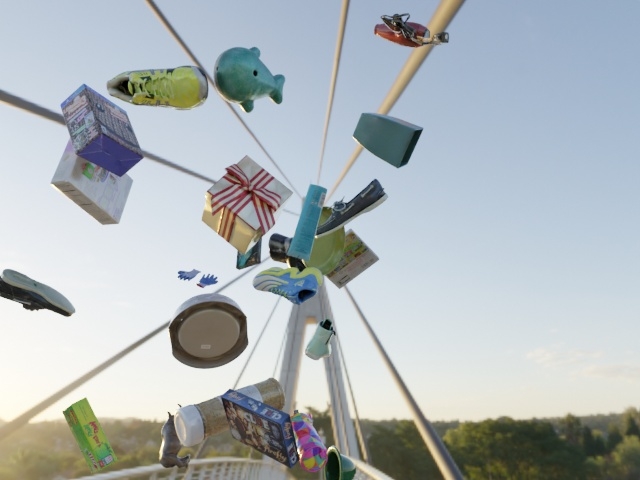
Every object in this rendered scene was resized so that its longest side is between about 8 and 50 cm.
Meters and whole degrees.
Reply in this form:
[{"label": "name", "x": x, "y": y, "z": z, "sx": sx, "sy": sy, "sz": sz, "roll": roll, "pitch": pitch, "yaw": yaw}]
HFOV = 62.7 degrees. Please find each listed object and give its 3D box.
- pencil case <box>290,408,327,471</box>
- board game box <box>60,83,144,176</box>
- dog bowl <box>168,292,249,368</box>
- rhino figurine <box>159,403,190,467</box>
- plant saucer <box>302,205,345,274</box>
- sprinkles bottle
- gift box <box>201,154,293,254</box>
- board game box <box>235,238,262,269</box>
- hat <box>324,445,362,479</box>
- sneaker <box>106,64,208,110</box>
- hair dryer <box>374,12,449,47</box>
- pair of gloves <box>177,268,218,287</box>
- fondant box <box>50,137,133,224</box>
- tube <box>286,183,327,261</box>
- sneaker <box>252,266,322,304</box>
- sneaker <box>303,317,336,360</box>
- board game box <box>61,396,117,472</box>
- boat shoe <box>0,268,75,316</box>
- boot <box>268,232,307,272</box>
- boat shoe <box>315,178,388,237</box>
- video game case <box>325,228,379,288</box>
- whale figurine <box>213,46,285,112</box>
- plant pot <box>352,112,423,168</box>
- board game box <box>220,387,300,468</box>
[{"label": "pencil case", "x": -0.048, "y": 0.677, "z": 1.788, "sx": 0.104, "sy": 0.104, "sz": 0.236, "roll": 6, "pitch": 12, "yaw": -17}, {"label": "board game box", "x": -0.876, "y": -0.439, "z": 2.115, "sx": 0.141, "sy": 0.291, "sz": 0.232, "roll": -36, "pitch": -28, "yaw": 12}, {"label": "dog bowl", "x": -0.469, "y": 0.374, "z": 2.209, "sx": 0.349, "sy": 0.102, "sz": 0.348, "roll": -7, "pitch": -60, "yaw": -12}, {"label": "rhino figurine", "x": -0.533, "y": 0.718, "z": 1.936, "sx": 0.106, "sy": 0.243, "sz": 0.073, "roll": -3, "pitch": -38, "yaw": -6}, {"label": "plant saucer", "x": 0.000, "y": 0.000, "z": 1.821, "sx": 0.037, "sy": 0.241, "sz": 0.241, "roll": 7, "pitch": -11, "yaw": 40}, {"label": "sprinkles bottle", "x": -0.291, "y": 0.555, "z": 1.726, "sx": 0.355, "sy": 0.121, "sz": 0.121, "roll": -10, "pitch": -11, "yaw": -37}, {"label": "gift box", "x": -0.272, "y": -0.113, "z": 1.906, "sx": 0.255, "sy": 0.276, "sz": 0.258, "roll": 35, "pitch": -33, "yaw": 0}, {"label": "board game box", "x": -0.314, "y": 0.029, "z": 2.324, "sx": 0.126, "sy": 0.186, "sz": 0.026, "roll": -18, "pitch": -33, "yaw": 29}, {"label": "hat", "x": 0.123, "y": 0.824, "z": 1.875, "sx": 0.184, "sy": 0.173, "sz": 0.208, "roll": 8, "pitch": -9, "yaw": -17}, {"label": "sneaker", "x": -0.524, "y": -0.482, "z": 1.696, "sx": 0.385, "sy": 0.145, "sz": 0.147, "roll": 5, "pitch": 22, "yaw": 31}, {"label": "hair dryer", "x": 0.261, "y": -0.687, "z": 1.682, "sx": 0.224, "sy": 0.080, "sz": 0.293, "roll": 17, "pitch": 6, "yaw": -24}, {"label": "pair of gloves", "x": -0.623, "y": 0.186, "z": 2.663, "sx": 0.198, "sy": 0.023, "sz": 0.159, "roll": 20, "pitch": 19, "yaw": 12}, {"label": "fondant box", "x": -0.962, "y": -0.250, "z": 2.243, "sx": 0.096, "sy": 0.238, "sz": 0.330, "roll": -3, "pitch": -30, "yaw": 17}, {"label": "tube", "x": -0.033, "y": -0.050, "z": 1.442, "sx": 0.080, "sy": 0.207, "sz": 0.052, "roll": 18, "pitch": -4, "yaw": -35}, {"label": "sneaker", "x": -0.114, "y": 0.150, "z": 1.717, "sx": 0.240, "sy": 0.126, "sz": 0.091, "roll": -10, "pitch": -55, "yaw": 10}, {"label": "sneaker", "x": 0.021, "y": 0.380, "z": 2.083, "sx": 0.094, "sy": 0.151, "sz": 0.256, "roll": 29, "pitch": 4, "yaw": 10}, {"label": "board game box", "x": -0.602, "y": 0.506, "z": 1.367, "sx": 0.043, "sy": 0.181, "sz": 0.092, "roll": -24, "pitch": -8, "yaw": -47}, {"label": "boat shoe", "x": -0.834, "y": 0.168, "z": 1.538, "sx": 0.233, "sy": 0.079, "sz": 0.084, "roll": 37, "pitch": 5, "yaw": -35}, {"label": "boot", "x": -0.128, "y": 0.090, "z": 2.237, "sx": 0.094, "sy": 0.246, "sz": 0.207, "roll": -18, "pitch": 14, "yaw": -34}, {"label": "boat shoe", "x": 0.081, "y": -0.094, "z": 1.590, "sx": 0.254, "sy": 0.079, "sz": 0.095, "roll": -31, "pitch": 9, "yaw": 14}, {"label": "video game case", "x": 0.104, "y": 0.082, "z": 2.246, "sx": 0.227, "sy": 0.026, "sz": 0.206, "roll": -38, "pitch": -59, "yaw": 14}, {"label": "whale figurine", "x": -0.212, "y": -0.526, "z": 1.721, "sx": 0.272, "sy": 0.216, "sz": 0.141, "roll": 7, "pitch": 2, "yaw": -42}, {"label": "plant pot", "x": 0.262, "y": -0.421, "z": 2.124, "sx": 0.234, "sy": 0.165, "sz": 0.165, "roll": 28, "pitch": 23, "yaw": 14}, {"label": "board game box", "x": -0.176, "y": 0.538, "z": 1.516, "sx": 0.243, "sy": 0.165, "sz": 0.042, "roll": 8, "pitch": 29, "yaw": 38}]
